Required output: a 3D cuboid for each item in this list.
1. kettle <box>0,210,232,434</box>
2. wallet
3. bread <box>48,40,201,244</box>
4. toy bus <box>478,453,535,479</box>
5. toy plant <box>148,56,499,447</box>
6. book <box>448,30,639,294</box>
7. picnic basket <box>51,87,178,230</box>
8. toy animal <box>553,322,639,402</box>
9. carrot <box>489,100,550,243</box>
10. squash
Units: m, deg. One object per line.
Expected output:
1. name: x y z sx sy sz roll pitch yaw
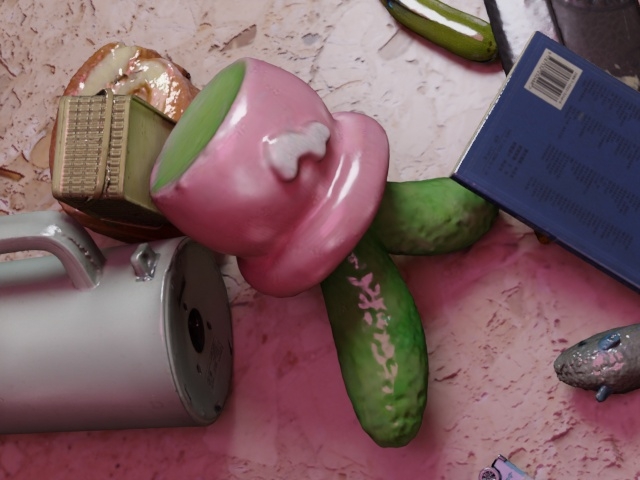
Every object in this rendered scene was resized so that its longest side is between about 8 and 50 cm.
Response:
1. kettle: -0.282 0.102 1.307 0.317 0.265 0.205 -5 73 16
2. wallet: 0.285 -0.197 1.321 0.170 0.044 0.321 -13 75 -4
3. bread: -0.209 -0.114 1.407 0.190 0.123 0.244 -7 75 14
4. toy bus: 0.179 0.290 1.250 0.075 0.060 0.123 32 85 15
5. toy plant: -0.002 -0.003 1.232 0.210 0.356 0.317 -9 50 51
6. book: 0.292 -0.074 1.253 0.269 0.025 0.191 31 75 0
7. picnic basket: -0.204 -0.081 1.251 0.079 0.164 0.115 1 79 17
8. toy animal: 0.363 0.105 1.232 0.252 0.079 0.070 -18 96 12
9. carrot: 0.226 -0.079 1.327 0.042 0.042 0.171 -20 74 10
10. squash: 0.130 -0.255 1.386 0.183 0.052 0.052 33 88 17
